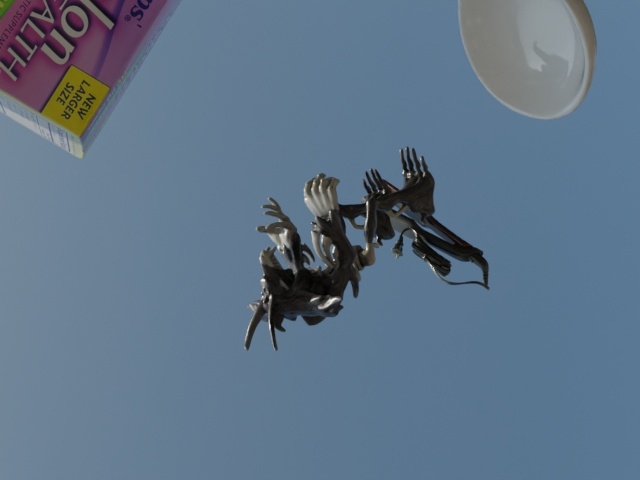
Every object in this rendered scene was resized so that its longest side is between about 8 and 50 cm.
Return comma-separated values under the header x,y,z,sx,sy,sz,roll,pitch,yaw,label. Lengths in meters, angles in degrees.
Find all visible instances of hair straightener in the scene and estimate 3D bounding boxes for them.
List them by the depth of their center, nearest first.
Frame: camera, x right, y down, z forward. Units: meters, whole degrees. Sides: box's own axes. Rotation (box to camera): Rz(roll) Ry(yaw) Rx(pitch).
x,y,z,sx,sy,sz,roll,pitch,yaw,label
0.140,0.006,1.489,0.089,0.047,0.230,-41,-116,-20,hair straightener

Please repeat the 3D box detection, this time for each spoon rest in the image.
x,y,z,sx,sy,sz,roll,pitch,yaw,label
0.154,-0.223,0.834,0.084,0.137,0.276,-27,-59,-31,spoon rest

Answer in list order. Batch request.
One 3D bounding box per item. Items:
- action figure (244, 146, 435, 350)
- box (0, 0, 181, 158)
x,y,z,sx,sy,sz,roll,pitch,yaw,label
0.000,0.000,1.152,0.275,0.164,0.141,-40,-76,-37,action figure
-0.270,-0.233,0.982,0.243,0.117,0.214,32,-100,-8,box
